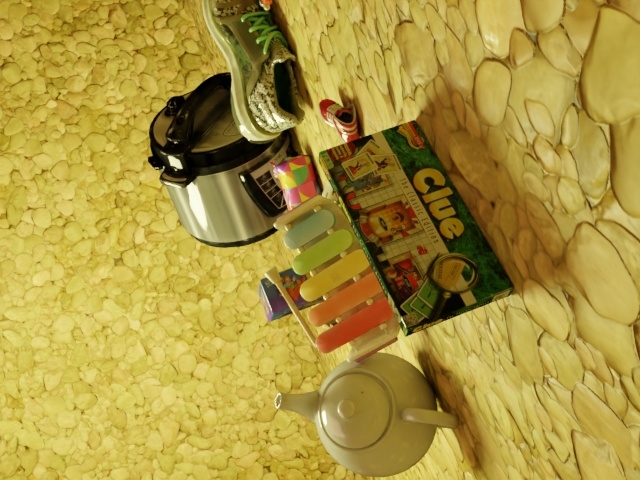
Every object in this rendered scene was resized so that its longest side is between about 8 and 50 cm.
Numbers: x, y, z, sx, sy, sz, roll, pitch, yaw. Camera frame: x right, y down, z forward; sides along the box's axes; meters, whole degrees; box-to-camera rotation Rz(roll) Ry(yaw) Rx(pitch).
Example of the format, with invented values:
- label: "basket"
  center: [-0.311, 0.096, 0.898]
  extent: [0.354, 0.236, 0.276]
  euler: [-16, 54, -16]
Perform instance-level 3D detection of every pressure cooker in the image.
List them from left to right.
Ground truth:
- label: "pressure cooker"
  center: [-0.268, -0.232, 1.902]
  extent: [0.370, 0.376, 0.420]
  euler: [-116, 9, -48]

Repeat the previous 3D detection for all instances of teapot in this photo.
- label: "teapot"
  center: [0.092, 0.321, 1.301]
  extent: [0.252, 0.256, 0.187]
  euler: [52, -171, 30]

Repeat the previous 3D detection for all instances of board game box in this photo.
- label: "board game box"
  center: [-0.020, 0.103, 1.604]
  extent: [0.347, 0.233, 0.078]
  euler: [121, 129, -79]
- label: "board game box"
  center: [0.108, -0.024, 0.835]
  extent: [0.030, 0.136, 0.259]
  euler: [92, 155, -60]

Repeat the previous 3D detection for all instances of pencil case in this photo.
- label: "pencil case"
  center: [-0.042, -0.099, 1.725]
  extent: [0.104, 0.104, 0.236]
  euler: [-145, 34, -75]

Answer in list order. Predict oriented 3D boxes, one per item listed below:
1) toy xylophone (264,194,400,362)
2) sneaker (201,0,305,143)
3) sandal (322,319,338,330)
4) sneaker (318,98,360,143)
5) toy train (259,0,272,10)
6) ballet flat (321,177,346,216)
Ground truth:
- label: "toy xylophone"
  center: [0.017, 0.086, 1.338]
  extent: [0.322, 0.236, 0.081]
  euler: [53, -159, 11]
- label: "sneaker"
  center: [-0.116, -0.414, 1.486]
  extent: [0.182, 0.158, 0.410]
  euler: [4, 116, 46]
- label: "sandal"
  center: [0.045, 0.258, 2.053]
  extent: [0.240, 0.088, 0.079]
  euler: [-154, 50, -71]
- label: "sneaker"
  center: [0.030, -0.217, 1.178]
  extent: [0.118, 0.042, 0.067]
  euler: [55, 169, 32]
- label: "toy train"
  center: [-0.113, -0.531, 1.340]
  extent: [0.166, 0.046, 0.125]
  euler: [93, 154, -77]
- label: "ballet flat"
  center: [0.038, -0.072, 1.379]
  extent: [0.072, 0.068, 0.213]
  euler: [-125, 17, -58]
